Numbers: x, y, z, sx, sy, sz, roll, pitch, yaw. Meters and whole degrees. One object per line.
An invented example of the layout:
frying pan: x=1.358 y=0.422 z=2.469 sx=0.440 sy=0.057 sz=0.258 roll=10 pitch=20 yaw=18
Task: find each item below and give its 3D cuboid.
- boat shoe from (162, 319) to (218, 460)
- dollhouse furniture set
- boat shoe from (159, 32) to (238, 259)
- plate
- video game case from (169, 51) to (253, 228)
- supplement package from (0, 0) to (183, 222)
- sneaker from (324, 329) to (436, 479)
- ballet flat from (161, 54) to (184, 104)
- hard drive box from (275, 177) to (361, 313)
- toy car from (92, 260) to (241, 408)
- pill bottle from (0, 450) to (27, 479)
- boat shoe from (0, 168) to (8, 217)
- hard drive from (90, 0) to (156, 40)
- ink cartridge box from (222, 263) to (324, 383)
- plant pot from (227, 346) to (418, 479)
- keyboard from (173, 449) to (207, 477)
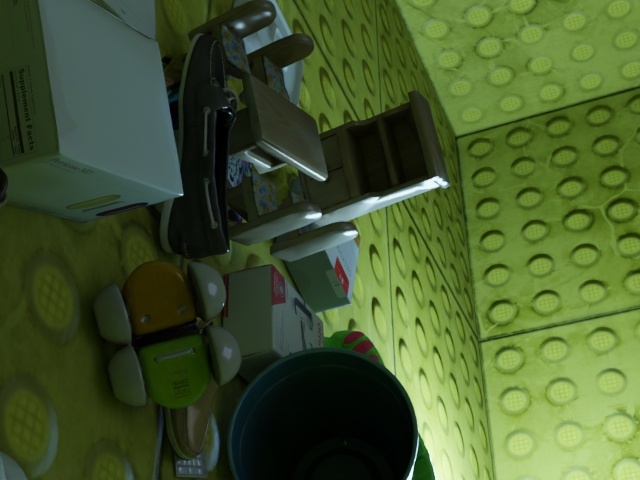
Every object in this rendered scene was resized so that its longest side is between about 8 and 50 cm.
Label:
boat shoe: x=-0.162 y=0.190 z=1.316 sx=0.068 sy=0.072 sz=0.190 roll=35 pitch=44 yaw=-56
dollhouse furniture set: x=0.015 y=-0.171 z=1.661 sx=0.394 sy=0.256 sz=0.362 roll=25 pitch=48 yaw=-60
boat shoe: x=-0.156 y=-0.135 z=1.449 sx=0.112 sy=0.095 sz=0.335 roll=49 pitch=47 yaw=-74
plate: x=-0.098 y=-0.389 z=2.044 sx=0.277 sy=0.045 sz=0.278 roll=-84 pitch=153 yaw=-47
video game case: x=-0.175 y=-0.167 z=1.636 sx=0.232 sy=0.042 sz=0.210 roll=-84 pitch=152 yaw=-48
supplement package: x=-0.287 y=-0.147 z=1.110 sx=0.262 sy=0.145 sz=0.204 roll=19 pitch=58 yaw=-69
sneaker: x=0.103 y=0.379 z=1.760 sx=0.202 sy=0.185 sz=0.483 roll=65 pitch=9 yaw=-48
ballet flat: x=-0.247 y=-0.219 z=1.443 sx=0.073 sy=0.080 sz=0.232 roll=44 pitch=21 yaw=-6
hard drive box: x=0.000 y=0.000 z=1.967 sx=0.232 sy=0.089 sz=0.181 roll=-78 pitch=148 yaw=-54
toy car: x=-0.194 y=0.116 z=1.239 sx=0.136 sy=0.159 sz=0.182 roll=162 pitch=-86 yaw=-71
pill bottle: x=-0.336 y=0.168 z=0.652 sx=0.323 sy=0.181 sz=0.181 roll=43 pitch=37 yaw=-60
boat shoe: x=-0.348 y=-0.036 z=0.858 sx=0.132 sy=0.130 sz=0.355 roll=-37 pitch=112 yaw=-71
hard drive: x=-0.307 y=-0.443 z=1.456 sx=0.203 sy=0.040 sz=0.307 roll=43 pitch=38 yaw=-60
ink cartridge box: x=-0.071 y=0.161 z=1.619 sx=0.218 sy=0.092 sz=0.158 roll=55 pitch=27 yaw=-52
plant pot: x=0.020 y=0.336 z=1.515 sx=0.255 sy=0.272 sz=0.271 roll=74 pitch=11 yaw=-59
keyboard: x=-0.188 y=0.193 z=1.364 sx=0.072 sy=0.014 sz=0.256 roll=35 pitch=43 yaw=-64
